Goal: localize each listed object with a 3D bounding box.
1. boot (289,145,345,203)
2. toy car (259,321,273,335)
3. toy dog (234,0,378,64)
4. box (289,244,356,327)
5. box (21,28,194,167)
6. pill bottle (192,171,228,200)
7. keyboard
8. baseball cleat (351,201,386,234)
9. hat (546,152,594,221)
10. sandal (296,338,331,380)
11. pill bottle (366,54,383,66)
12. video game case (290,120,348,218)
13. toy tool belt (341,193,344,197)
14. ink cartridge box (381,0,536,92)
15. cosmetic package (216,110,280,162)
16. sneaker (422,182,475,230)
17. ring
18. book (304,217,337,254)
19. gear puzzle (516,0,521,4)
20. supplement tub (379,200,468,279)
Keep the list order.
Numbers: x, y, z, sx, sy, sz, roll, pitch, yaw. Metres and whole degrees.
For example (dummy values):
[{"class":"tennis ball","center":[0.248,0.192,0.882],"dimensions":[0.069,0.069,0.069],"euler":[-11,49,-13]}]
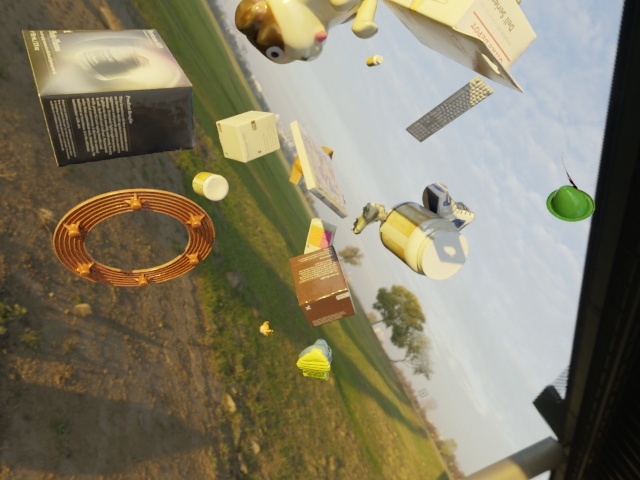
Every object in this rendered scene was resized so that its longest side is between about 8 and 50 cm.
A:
[{"class":"boot","center":[0.018,-0.299,1.952],"dimensions":[0.295,0.211,0.104],"euler":[29,18,4]},{"class":"toy car","center":[-0.230,0.366,1.849],"dimensions":[0.122,0.041,0.060],"euler":[134,-42,-66]},{"class":"toy dog","center":[-0.030,-0.606,1.002],"dimensions":[0.396,0.407,0.285],"euler":[33,16,12]},{"class":"box","center":[0.006,0.158,1.525],"dimensions":[0.167,0.169,0.203],"euler":[70,3,-49]},{"class":"box","center":[-0.480,-0.343,1.012],"dimensions":[0.296,0.294,0.182],"euler":[55,-35,33]},{"class":"pill bottle","center":[-0.508,-0.249,2.007],"dimensions":[0.215,0.117,0.117],"euler":[22,-35,55]},{"class":"keyboard","center":[0.362,-0.369,1.259],"dimensions":[0.072,0.256,0.014],"euler":[26,51,-30]},{"class":"baseball cleat","center":[0.198,-0.077,1.745],"dimensions":[0.206,0.110,0.072],"euler":[119,-26,-61]},{"class":"hat","center":[1.015,-0.203,1.789],"dimensions":[0.208,0.173,0.183],"euler":[41,-11,35]},{"class":"sandal","center":[-0.014,0.433,1.658],"dimensions":[0.317,0.126,0.138],"euler":[95,8,-65]},{"class":"pill bottle","center":[0.238,-0.785,1.926],"dimensions":[0.083,0.043,0.043],"euler":[25,-34,59]},{"class":"video game case","center":[-0.001,-0.193,1.222],"dimensions":[0.206,0.026,0.226],"euler":[34,35,-56]},{"class":"toy tool belt","center":[0.098,-0.182,2.171],"dimensions":[0.051,0.083,0.052],"euler":[41,-13,-21]},{"class":"ink cartridge box","center":[0.296,-0.459,0.911],"dimensions":[0.207,0.119,0.353],"euler":[21,24,-43]},{"class":"cosmetic package","center":[-0.288,-0.420,1.768],"dimensions":[0.152,0.184,0.151],"euler":[20,-49,41]},{"class":"sneaker","center":[0.538,-0.131,1.835],"dimensions":[0.127,0.183,0.315],"euler":[60,-7,43]},{"class":"ring","center":[-0.407,0.013,0.995],"dimensions":[0.336,0.337,0.032],"euler":[63,5,-55]},{"class":"book","center":[0.000,0.000,1.650],"dimensions":[0.097,0.144,0.035],"euler":[22,19,21]},{"class":"gear puzzle","center":[0.585,-0.856,1.517],"dimensions":[0.338,0.044,0.175],"euler":[-112,-171,-59]},{"class":"supplement tub","center":[0.389,-0.002,1.691],"dimensions":[0.228,0.229,0.316],"euler":[63,-8,-30]}]
